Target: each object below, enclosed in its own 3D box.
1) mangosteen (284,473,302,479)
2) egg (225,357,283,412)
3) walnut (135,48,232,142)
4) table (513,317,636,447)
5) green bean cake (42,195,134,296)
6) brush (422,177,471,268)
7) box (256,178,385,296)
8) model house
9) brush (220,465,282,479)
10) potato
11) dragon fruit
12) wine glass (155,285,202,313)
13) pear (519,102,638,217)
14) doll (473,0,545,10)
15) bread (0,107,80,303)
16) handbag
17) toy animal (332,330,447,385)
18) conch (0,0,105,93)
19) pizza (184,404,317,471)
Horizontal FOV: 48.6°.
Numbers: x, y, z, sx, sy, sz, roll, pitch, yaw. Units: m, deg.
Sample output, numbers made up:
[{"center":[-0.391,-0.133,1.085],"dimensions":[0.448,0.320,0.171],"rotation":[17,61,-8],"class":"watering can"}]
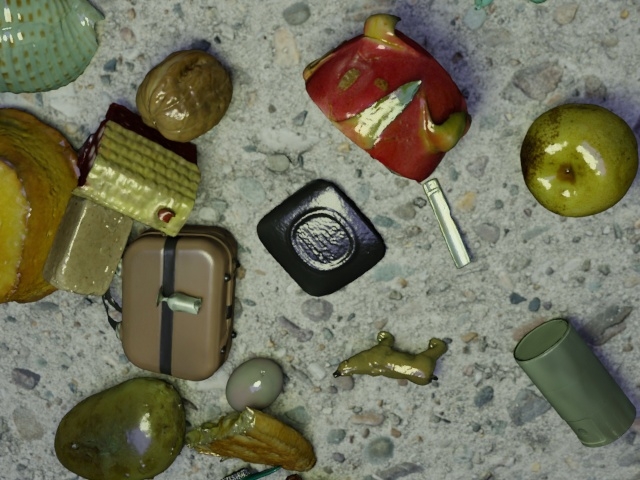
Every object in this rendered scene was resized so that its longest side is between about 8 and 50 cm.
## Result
[{"center":[-0.003,0.612,1.484],"dimensions":[0.228,0.228,0.265],"rotation":[-38,66,16],"class":"mangosteen"},{"center":[-0.137,0.299,1.464],"dimensions":[0.135,0.103,0.103],"rotation":[-38,97,19],"class":"egg"},{"center":[-0.243,-0.269,1.295],"dimensions":[0.155,0.155,0.184],"rotation":[43,64,-5],"class":"walnut"},{"center":[0.483,0.269,1.351],"dimensions":[0.126,0.126,0.220],"rotation":[-38,97,16],"class":"table"},{"center":[-0.437,0.010,1.337],"dimensions":[0.109,0.085,0.179],"rotation":[21,91,-42],"class":"green bean cake"},{"center":[0.243,-0.033,1.357],"dimensions":[0.033,0.030,0.178],"rotation":[-22,90,21],"class":"brush"},{"center":[0.000,0.000,1.393],"dimensions":[0.201,0.042,0.212],"rotation":[-37,98,14],"class":"box"},{"center":[-0.330,-0.115,1.276],"dimensions":[0.196,0.254,0.160],"rotation":[27,105,-25],"class":"model house"},{"center":[-0.153,0.502,1.528],"dimensions":[0.193,0.043,0.032],"rotation":[-34,79,38],"class":"brush"},{"center":[-0.420,0.405,1.497],"dimensions":[0.307,0.173,0.210],"rotation":[-16,87,19],"class":"potato"},{"center":[0.130,-0.241,1.192],"dimensions":[0.290,0.290,0.189],"rotation":[43,106,-4],"class":"dragon fruit"},{"center":[-0.263,0.112,1.321],"dimensions":[0.083,0.042,0.039],"rotation":[12,144,1],"class":"wine glass"},{"center":[0.446,-0.142,1.218],"dimensions":[0.197,0.197,0.197],"rotation":[2,106,8],"class":"pear"},{"center":[0.322,-0.464,1.209],"dimensions":[0.158,0.059,0.159],"rotation":[17,108,2],"class":"doll"},{"center":[-0.648,-0.064,1.386],"dimensions":[0.398,0.215,0.398],"rotation":[2,101,11],"class":"bread"},{"center":[-0.310,0.116,1.420],"dimensions":[0.283,0.149,0.302],"rotation":[8,108,8],"class":"handbag"},{"center":[0.139,0.246,1.409],"dimensions":[0.218,0.101,0.103],"rotation":[9,108,6],"class":"toy animal"},{"center":[-0.587,-0.402,1.289],"dimensions":[0.319,0.215,0.303],"rotation":[20,118,4],"class":"conch"},{"center":[-0.174,0.409,1.488],"dimensions":[0.287,0.075,0.280],"rotation":[-2,145,22],"class":"pizza"}]
